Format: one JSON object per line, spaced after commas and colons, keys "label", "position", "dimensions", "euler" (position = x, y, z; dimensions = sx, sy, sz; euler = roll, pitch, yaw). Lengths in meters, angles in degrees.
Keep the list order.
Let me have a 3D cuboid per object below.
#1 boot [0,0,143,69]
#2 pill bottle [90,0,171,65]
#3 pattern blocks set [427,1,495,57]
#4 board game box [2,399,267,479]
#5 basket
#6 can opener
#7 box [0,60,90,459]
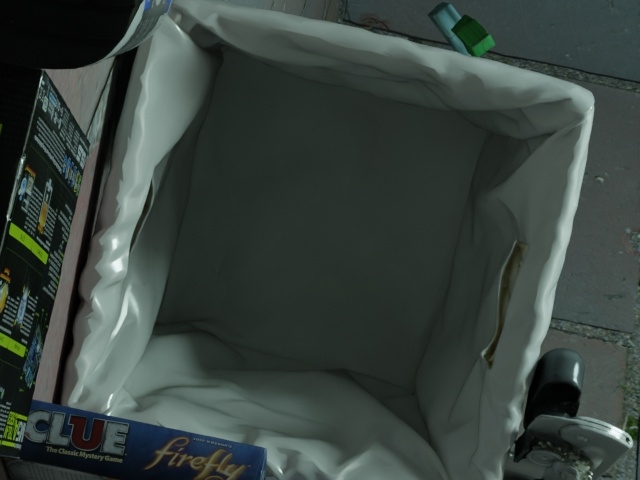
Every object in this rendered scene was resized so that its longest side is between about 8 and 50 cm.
{"label": "boot", "position": [-0.069, -0.265, 0.751], "dimensions": [0.260, 0.131, 0.348], "euler": [-67, 180, -46]}
{"label": "pill bottle", "position": [-0.119, -0.125, 0.930], "dimensions": [0.137, 0.078, 0.078], "euler": [-68, 169, -79]}
{"label": "pattern blocks set", "position": [0.022, -0.266, 1.442], "dimensions": [0.026, 0.325, 0.285], "euler": [-38, 179, 3]}
{"label": "board game box", "position": [-0.121, 0.180, 1.292], "dimensions": [0.243, 0.165, 0.042], "euler": [97, 5, -66]}
{"label": "basket", "position": [0.000, 0.000, 1.449], "dimensions": [0.266, 0.331, 0.328], "euler": [-102, -155, -83]}
{"label": "can opener", "position": [0.163, 0.176, 1.444], "dimensions": [0.280, 0.074, 0.093], "euler": [114, -10, -58]}
{"label": "box", "position": [-0.164, 0.016, 0.959], "dimensions": [0.191, 0.045, 0.184], "euler": [89, 15, -83]}
